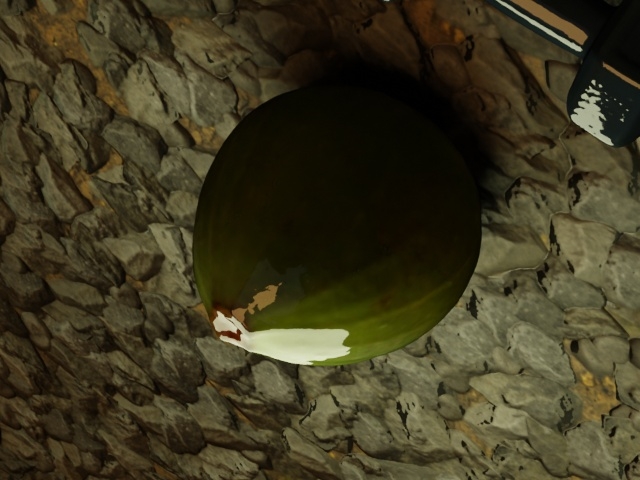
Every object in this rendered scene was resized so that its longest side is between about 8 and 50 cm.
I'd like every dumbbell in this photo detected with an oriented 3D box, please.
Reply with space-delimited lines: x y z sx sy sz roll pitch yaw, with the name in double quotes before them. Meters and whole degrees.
"dumbbell" 0.177 -0.222 1.559 0.325 0.160 0.144 33 114 8

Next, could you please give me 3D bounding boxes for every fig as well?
"fig" 0.000 0.000 1.822 0.316 0.316 0.316 25 143 21
